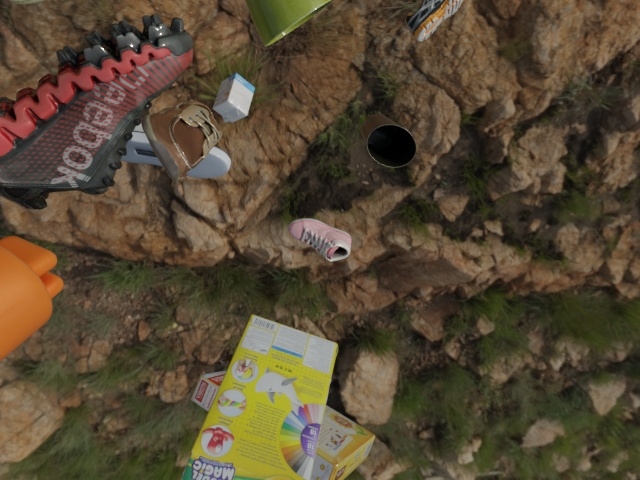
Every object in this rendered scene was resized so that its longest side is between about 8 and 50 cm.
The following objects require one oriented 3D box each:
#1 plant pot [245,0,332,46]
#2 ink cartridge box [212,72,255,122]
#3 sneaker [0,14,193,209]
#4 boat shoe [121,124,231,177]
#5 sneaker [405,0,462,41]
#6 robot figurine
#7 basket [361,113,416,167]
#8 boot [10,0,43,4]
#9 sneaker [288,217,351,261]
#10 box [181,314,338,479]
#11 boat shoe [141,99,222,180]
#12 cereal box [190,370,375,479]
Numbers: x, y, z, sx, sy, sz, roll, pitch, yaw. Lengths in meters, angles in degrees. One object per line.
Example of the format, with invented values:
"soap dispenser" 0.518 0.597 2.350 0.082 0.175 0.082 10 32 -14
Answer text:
"plant pot" -0.146 -0.826 1.311 0.275 0.274 0.293 -31 112 7
"ink cartridge box" -0.309 -0.497 1.472 0.092 0.143 0.090 -10 151 40
"sneaker" -0.244 -0.129 0.446 0.276 0.097 0.135 -34 131 -5
"boat shoe" -0.430 -0.289 1.197 0.367 0.156 0.135 9 147 1
"sneaker" 0.343 -0.693 1.222 0.215 0.084 0.083 -42 74 2
"robot figurine" -0.384 0.085 0.432 0.158 0.219 0.128 -27 109 35
"basket" 0.244 -0.403 1.617 0.205 0.226 0.154 20 115 -22
"boot" -0.394 -0.414 0.516 0.262 0.203 0.095 -15 92 20
"sneaker" 0.000 0.000 0.826 0.134 0.070 0.051 16 122 -10
"box" -0.050 0.163 0.398 0.105 0.179 0.043 19 127 0
"boat shoe" -0.259 -0.215 0.809 0.117 0.324 0.123 -24 123 -1
"cereal box" -0.052 0.269 0.630 0.173 0.240 0.047 25 87 -63
